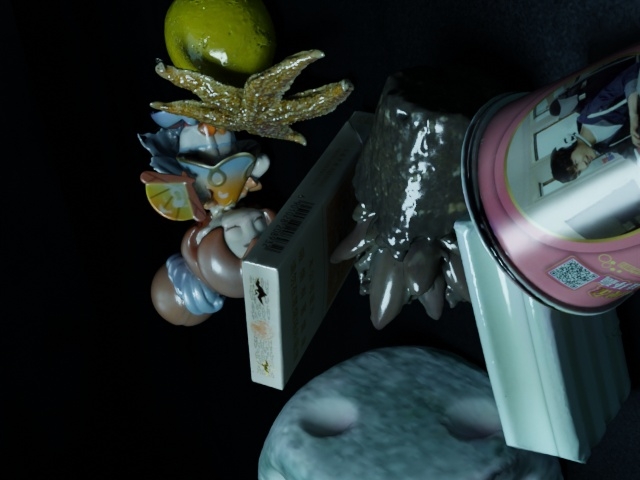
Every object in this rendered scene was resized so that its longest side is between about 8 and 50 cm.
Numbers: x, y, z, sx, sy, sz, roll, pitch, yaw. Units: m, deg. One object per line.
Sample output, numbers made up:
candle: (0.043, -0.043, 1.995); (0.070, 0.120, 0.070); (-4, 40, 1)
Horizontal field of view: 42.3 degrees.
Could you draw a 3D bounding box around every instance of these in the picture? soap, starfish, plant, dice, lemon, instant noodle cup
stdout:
soap: (0.249, 0.082, 0.905); (0.095, 0.172, 0.290); (-1, 113, 41)
starfish: (-0.108, -0.205, 1.231); (0.299, 0.302, 0.060); (111, 163, -74)
plant: (0.124, -0.042, 0.995); (0.182, 0.194, 0.321); (-112, 23, -53)
dice: (0.131, 0.378, 1.197); (0.348, 0.330, 0.328); (31, 139, 48)
lemon: (-0.153, -0.312, 1.289); (0.206, 0.173, 0.173); (60, 153, -11)
instant noodle cup: (0.288, -0.074, 0.695); (0.255, 0.244, 0.244); (-30, 86, 54)

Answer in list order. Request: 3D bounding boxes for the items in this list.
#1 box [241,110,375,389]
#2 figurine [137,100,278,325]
box: (0.001, 0.000, 1.105); (0.051, 0.365, 0.205); (13, 131, 17)
figurine: (-0.185, -0.054, 1.468); (0.248, 0.276, 0.388); (2, 110, 56)
